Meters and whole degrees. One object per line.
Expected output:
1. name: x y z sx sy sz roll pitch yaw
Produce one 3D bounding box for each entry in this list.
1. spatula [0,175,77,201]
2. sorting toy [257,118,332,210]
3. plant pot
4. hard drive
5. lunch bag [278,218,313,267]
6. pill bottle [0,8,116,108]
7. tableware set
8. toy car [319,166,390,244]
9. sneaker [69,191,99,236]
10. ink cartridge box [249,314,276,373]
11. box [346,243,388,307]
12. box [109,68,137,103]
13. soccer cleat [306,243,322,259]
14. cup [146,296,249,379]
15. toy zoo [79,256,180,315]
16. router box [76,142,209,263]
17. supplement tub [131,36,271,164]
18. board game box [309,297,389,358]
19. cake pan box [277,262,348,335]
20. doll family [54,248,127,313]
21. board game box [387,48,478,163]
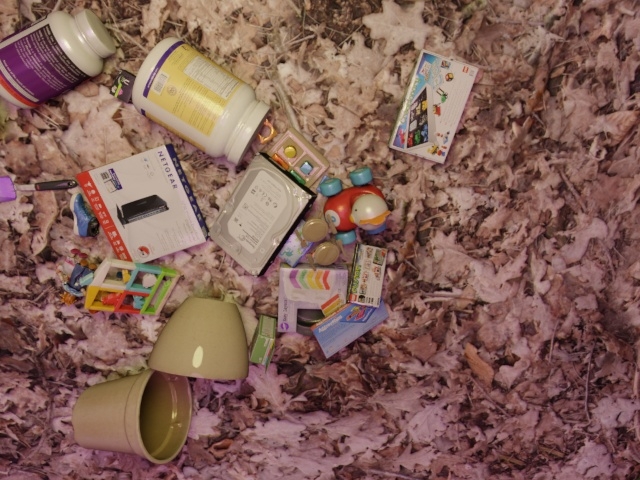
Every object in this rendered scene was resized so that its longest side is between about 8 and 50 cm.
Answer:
1. spatula: -0.946 -0.173 1.366 0.295 0.030 0.084 -4 108 -2
2. sorting toy: -0.096 -0.242 1.377 0.347 0.047 0.196 42 101 -13
3. plant pot: -0.677 0.614 1.494 0.305 0.334 0.334 -9 108 12
4. hard drive: -0.195 -0.079 1.354 0.237 0.064 0.339 41 110 12
5. lunch bag: -0.092 -0.010 1.423 0.128 0.096 0.151 37 112 -12
6. pill bottle: -0.761 -0.519 1.191 0.322 0.181 0.182 -24 107 5
7. tableware set: 0.000 0.000 1.380 0.128 0.039 0.194 -25 126 1
8. toy car: 0.125 -0.088 1.321 0.210 0.238 0.220 -20 110 -4
9. sneaker: -0.769 -0.082 1.386 0.084 0.058 0.152 9 111 1
10. ink cartridge box: -0.202 0.360 1.470 0.062 0.209 0.109 18 105 -10
11. box: 0.163 0.122 1.465 0.113 0.036 0.207 11 82 -6
12. box: -0.592 -0.469 1.281 0.062 0.052 0.083 28 102 -10
13. soccer cleat: -0.013 0.046 1.479 0.083 0.029 0.036 -40 101 4
14. cup: -0.390 0.320 1.422 0.330 0.331 0.237 9 78 -5
15. toy zoo: -0.643 0.157 1.393 0.293 0.030 0.192 17 113 -43
16. router box: -0.569 -0.111 1.375 0.300 0.082 0.336 -19 107 3
17. supplement tub: -0.336 -0.393 1.218 0.331 0.241 0.241 31 103 -12
18. board game box: 0.108 0.291 1.501 0.281 0.027 0.145 -31 119 -14
19. cake pan box: -0.031 0.213 1.509 0.245 0.070 0.267 4 108 -2
20. doll family: -0.797 0.158 1.427 0.262 0.118 0.163 31 103 -11
21. board game box: 0.354 -0.421 1.340 0.192 0.053 0.306 15 106 -8
